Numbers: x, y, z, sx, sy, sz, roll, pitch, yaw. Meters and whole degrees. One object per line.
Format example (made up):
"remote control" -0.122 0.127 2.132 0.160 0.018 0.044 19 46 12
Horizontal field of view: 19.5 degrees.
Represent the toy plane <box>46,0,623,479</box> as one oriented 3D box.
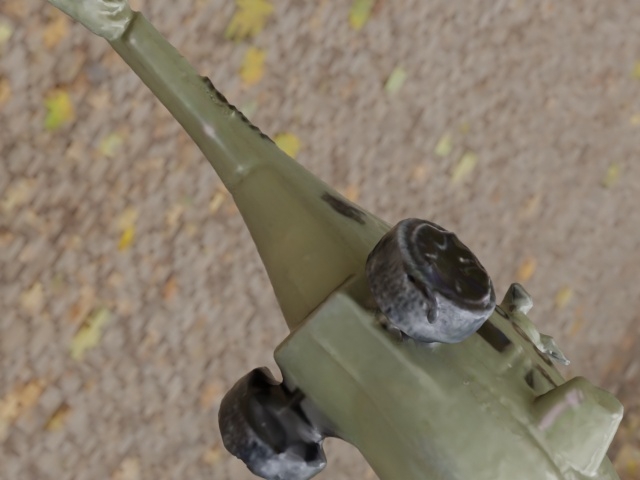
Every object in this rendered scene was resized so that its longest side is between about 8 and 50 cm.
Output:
"toy plane" 0.000 0.000 0.578 0.092 0.286 0.108 -47 175 30
